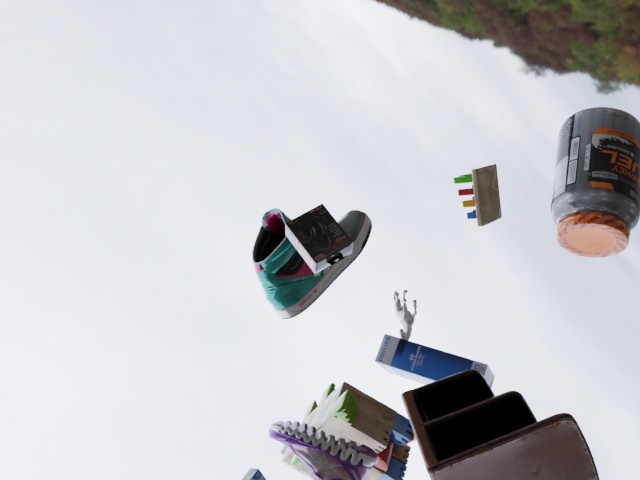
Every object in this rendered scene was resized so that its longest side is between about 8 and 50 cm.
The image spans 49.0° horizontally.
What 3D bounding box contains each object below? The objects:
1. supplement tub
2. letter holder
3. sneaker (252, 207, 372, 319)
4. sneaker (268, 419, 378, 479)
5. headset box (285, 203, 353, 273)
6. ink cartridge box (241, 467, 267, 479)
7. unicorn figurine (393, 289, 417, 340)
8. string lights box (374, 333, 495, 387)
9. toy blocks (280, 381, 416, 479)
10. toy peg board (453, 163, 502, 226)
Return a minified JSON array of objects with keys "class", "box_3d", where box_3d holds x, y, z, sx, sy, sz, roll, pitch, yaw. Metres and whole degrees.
[{"class":"supplement tub","box_3d":[0.637,-0.132,1.618,0.193,0.193,0.316,33,-121,-31]},{"class":"letter holder","box_3d":[0.276,0.338,1.024,0.152,0.214,0.302,-106,-7,-60]},{"class":"sneaker","box_3d":[-0.030,-0.006,1.402,0.295,0.123,0.178,-48,-63,-29]},{"class":"sneaker","box_3d":[-0.004,0.454,1.468,0.236,0.105,0.095,20,-179,6]},{"class":"headset box","box_3d":[0.000,0.000,0.950,0.083,0.062,0.032,53,160,26]},{"class":"ink cartridge box","box_3d":[-0.125,0.507,1.418,0.048,0.028,0.083,-49,-65,-41]},{"class":"unicorn figurine","box_3d":[0.224,0.202,1.876,0.060,0.111,0.162,4,-161,3]},{"class":"string lights box","box_3d":[0.277,0.309,1.692,0.133,0.259,0.077,47,-120,-59]},{"class":"toy blocks","box_3d":[0.089,0.493,1.657,0.261,0.381,0.191,31,-135,-5]},{"class":"toy peg board","box_3d":[0.450,-0.130,2.019,0.161,0.079,0.161,-18,-77,-54]}]
